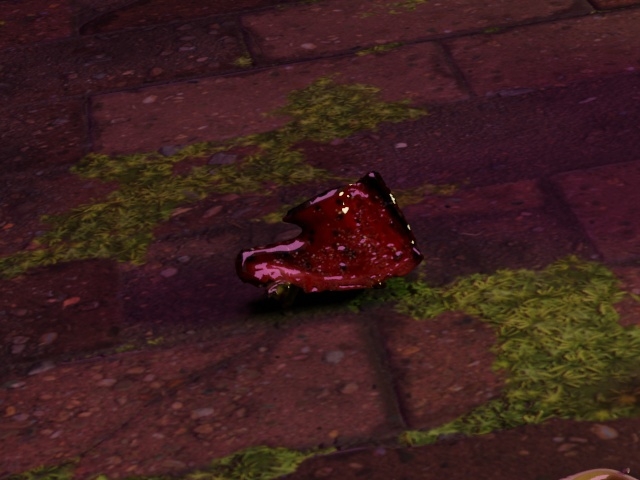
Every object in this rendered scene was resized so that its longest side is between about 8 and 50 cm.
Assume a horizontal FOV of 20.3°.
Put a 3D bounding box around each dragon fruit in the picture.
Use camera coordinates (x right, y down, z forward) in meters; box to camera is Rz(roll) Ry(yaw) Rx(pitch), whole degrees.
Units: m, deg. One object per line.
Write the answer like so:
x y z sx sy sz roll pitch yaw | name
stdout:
0.006 0.014 1.856 0.192 0.122 0.092 -12 41 -14 | dragon fruit

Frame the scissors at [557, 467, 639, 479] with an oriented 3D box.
0.298 0.211 1.474 0.317 0.024 0.160 -19 28 -22 | scissors
